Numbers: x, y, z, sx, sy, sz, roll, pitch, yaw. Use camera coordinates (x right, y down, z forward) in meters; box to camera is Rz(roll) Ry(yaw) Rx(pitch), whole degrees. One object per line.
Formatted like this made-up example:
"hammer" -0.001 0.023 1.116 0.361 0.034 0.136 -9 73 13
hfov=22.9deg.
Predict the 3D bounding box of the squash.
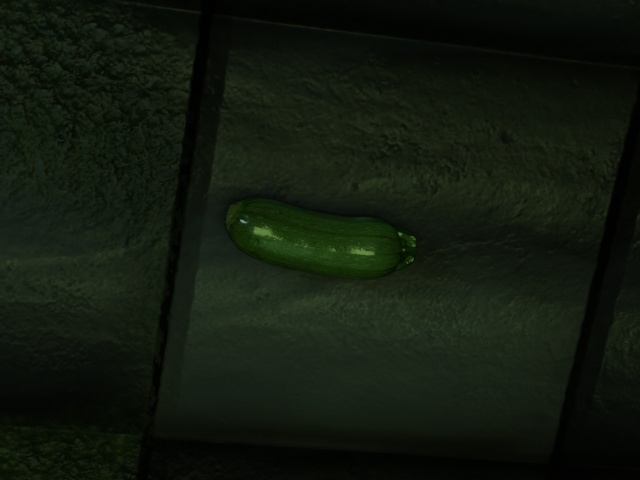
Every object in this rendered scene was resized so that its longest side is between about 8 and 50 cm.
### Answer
"squash" 0.000 0.000 1.732 0.219 0.068 0.077 8 104 -15
